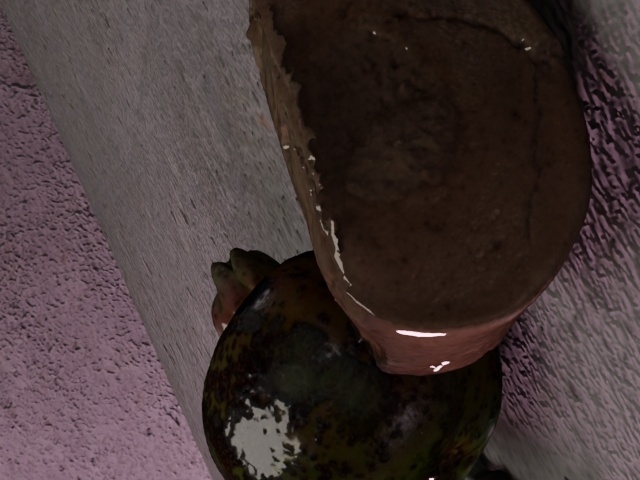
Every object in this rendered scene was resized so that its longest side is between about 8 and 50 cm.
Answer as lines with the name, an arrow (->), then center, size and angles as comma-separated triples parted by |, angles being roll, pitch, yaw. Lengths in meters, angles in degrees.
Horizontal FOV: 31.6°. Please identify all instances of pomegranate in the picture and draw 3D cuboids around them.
pomegranate -> 0.000, 0.108, 1.050 | 0.341, 0.285, 0.285 | 39, 148, 40

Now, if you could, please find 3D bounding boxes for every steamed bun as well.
steamed bun -> 0.076, -0.068, 0.788 | 0.251, 0.199, 0.301 | 70, -179, -75

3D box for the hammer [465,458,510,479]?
hammer -> 0.188, 0.263, 1.091 | 0.226, 0.041, 0.158 | 24, 135, 63
